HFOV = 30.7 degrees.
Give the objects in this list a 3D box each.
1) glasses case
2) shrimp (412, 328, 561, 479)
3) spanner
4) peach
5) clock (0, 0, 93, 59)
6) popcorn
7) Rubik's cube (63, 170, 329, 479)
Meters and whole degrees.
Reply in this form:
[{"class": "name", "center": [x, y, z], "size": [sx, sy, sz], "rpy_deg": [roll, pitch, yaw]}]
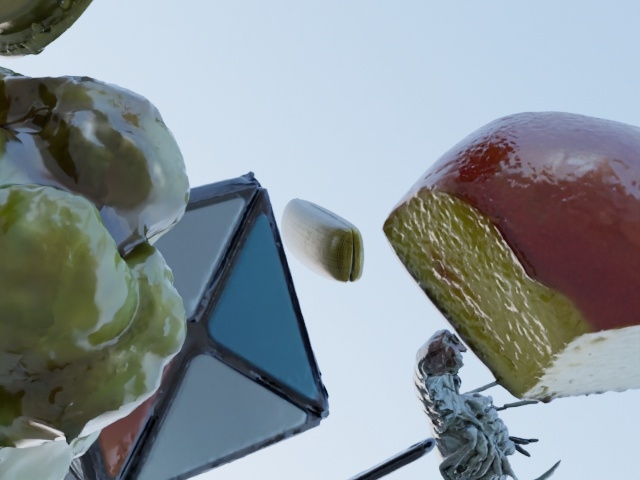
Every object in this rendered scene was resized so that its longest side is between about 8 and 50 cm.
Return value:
[{"class": "glasses case", "center": [0.000, 0.000, 1.495], "size": [0.234, 0.064, 0.079], "rpy_deg": [-147, -122, -68]}, {"class": "shrimp", "center": [0.230, 0.283, 1.735], "size": [0.166, 0.221, 0.410], "rpy_deg": [-7, -50, 37]}, {"class": "spanner", "center": [-0.003, 0.284, 1.278], "size": [0.316, 0.087, 0.024], "rpy_deg": [-32, -96, 23]}, {"class": "peach", "center": [0.267, -0.003, 1.169], "size": [0.242, 0.380, 0.306], "rpy_deg": [107, -23, -50]}, {"class": "clock", "center": [-0.234, -0.263, 0.938], "size": [0.237, 0.057, 0.237], "rpy_deg": [-18, -118, 38]}, {"class": "popcorn", "center": [-0.200, 0.024, 0.599], "size": [0.276, 0.276, 0.225], "rpy_deg": [-40, -103, 41]}, {"class": "Rubik's cube", "center": [-0.176, 0.099, 1.097], "size": [0.248, 0.246, 0.250], "rpy_deg": [-16, -89, 55]}]
